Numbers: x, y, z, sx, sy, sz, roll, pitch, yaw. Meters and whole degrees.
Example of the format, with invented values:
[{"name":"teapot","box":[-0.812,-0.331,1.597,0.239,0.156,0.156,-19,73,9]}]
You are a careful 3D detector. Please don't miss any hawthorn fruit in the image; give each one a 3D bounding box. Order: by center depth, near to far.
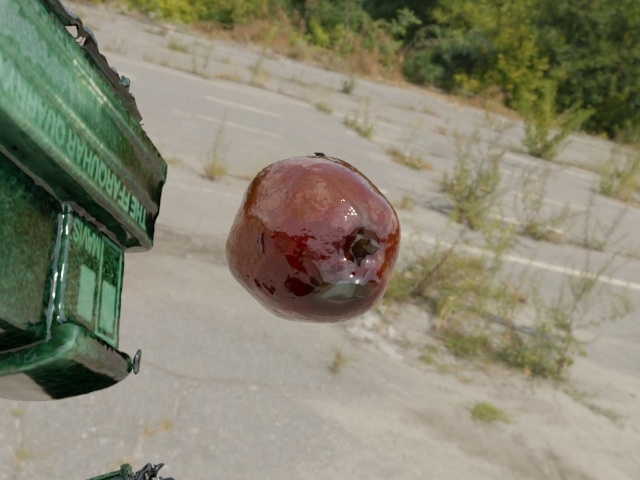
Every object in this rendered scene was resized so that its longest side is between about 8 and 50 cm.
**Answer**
[{"name":"hawthorn fruit","box":[0.000,0.000,0.824,0.185,0.185,0.202,7,2,-28]}]

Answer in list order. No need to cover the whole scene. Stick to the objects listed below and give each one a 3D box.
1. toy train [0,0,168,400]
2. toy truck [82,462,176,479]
[{"name":"toy train","box":[-0.179,-0.029,0.389,0.138,0.178,0.330,-3,-20,8]},{"name":"toy truck","box":[-0.151,0.312,0.624,0.121,0.088,0.259,-17,47,4]}]
